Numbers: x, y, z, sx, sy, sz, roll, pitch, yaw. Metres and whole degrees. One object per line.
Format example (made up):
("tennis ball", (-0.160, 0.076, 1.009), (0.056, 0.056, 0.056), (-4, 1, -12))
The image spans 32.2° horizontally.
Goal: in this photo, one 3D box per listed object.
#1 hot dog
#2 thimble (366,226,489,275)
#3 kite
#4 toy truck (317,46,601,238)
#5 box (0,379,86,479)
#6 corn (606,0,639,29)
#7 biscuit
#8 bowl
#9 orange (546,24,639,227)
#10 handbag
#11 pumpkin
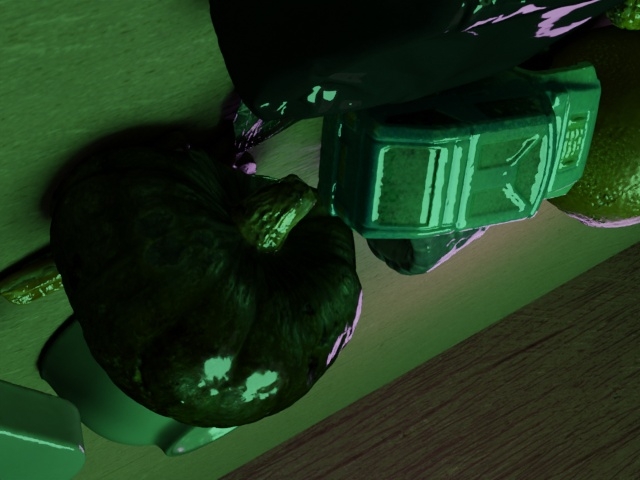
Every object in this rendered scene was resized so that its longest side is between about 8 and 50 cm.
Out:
("hot dog", (-0.274, 0.028, 1.143), (0.133, 0.041, 0.056), (-23, 163, -6))
("thimble", (0.119, -0.087, 1.275), (0.172, 0.205, 0.236), (-33, 150, -14))
("kite", (0.030, -0.178, 1.132), (0.285, 0.015, 0.152), (-24, 158, -30))
("toy truck", (0.134, -0.095, 1.045), (0.279, 0.156, 0.155), (-10, 124, -24))
("box", (-0.474, 0.238, 1.081), (0.367, 0.090, 0.373), (-40, 138, 21))
("corn", (0.483, -0.337, 1.407), (0.313, 0.102, 0.102), (-27, 163, -19))
("biscuit", (-0.130, -0.065, 1.153), (0.138, 0.031, 0.205), (-39, 165, 21))
("bowl", (-0.172, 0.163, 1.468), (0.354, 0.185, 0.354), (-30, 164, -10))
("orange", (0.401, -0.151, 1.489), (0.274, 0.274, 0.274), (-30, 164, -9))
("handbag", (0.095, -0.222, 0.851), (0.302, 0.178, 0.275), (-20, 176, -37))
("pumpkin", (-0.084, 0.052, 1.049), (0.325, 0.232, 0.242), (12, 136, -36))
